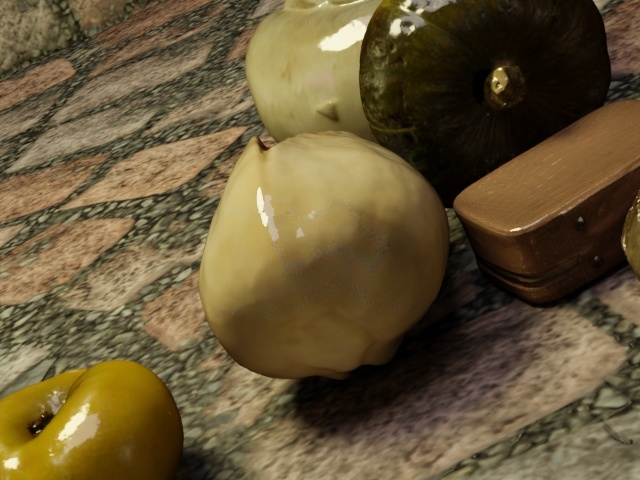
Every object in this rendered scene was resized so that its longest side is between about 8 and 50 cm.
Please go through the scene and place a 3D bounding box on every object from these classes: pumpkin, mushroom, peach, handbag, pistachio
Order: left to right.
[{"bbox_3d":[-0.178,0.154,1.156,0.179,0.103,0.179,-21,18,7],"label":"peach"},{"bbox_3d":[0.000,0.000,1.212,0.187,0.188,0.299,-21,15,10],"label":"pistachio"},{"bbox_3d":[0.046,-0.235,1.536,0.314,0.336,0.314,-24,11,5],"label":"mushroom"},{"bbox_3d":[0.138,-0.138,1.326,0.219,0.219,0.162,-27,16,-6],"label":"pumpkin"},{"bbox_3d":[0.202,-0.034,1.231,0.193,0.072,0.151,-33,22,-16],"label":"handbag"}]

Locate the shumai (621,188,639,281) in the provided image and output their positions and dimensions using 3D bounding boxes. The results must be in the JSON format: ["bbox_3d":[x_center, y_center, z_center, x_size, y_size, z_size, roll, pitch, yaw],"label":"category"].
[{"bbox_3d":[0.262,-0.026,1.099,0.123,0.105,0.139,-20,12,7],"label":"shumai"}]
